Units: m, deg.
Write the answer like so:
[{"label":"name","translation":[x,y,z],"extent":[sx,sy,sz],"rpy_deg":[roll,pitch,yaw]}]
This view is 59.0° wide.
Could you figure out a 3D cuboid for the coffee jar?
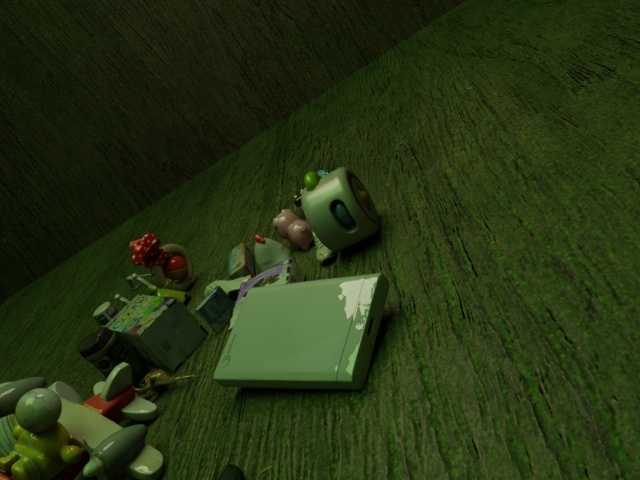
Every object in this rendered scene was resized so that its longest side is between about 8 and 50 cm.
[{"label":"coffee jar","translation":[-0.557,0.319,1.521],"extent":[0.096,0.184,0.079],"rpy_deg":[-27,24,19]}]

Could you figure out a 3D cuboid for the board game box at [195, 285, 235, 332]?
[{"label":"board game box","translation":[-0.274,0.184,1.509],"extent":[0.020,0.090,0.090],"rpy_deg":[-4,39,50]}]

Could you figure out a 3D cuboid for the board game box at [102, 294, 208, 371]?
[{"label":"board game box","translation":[-0.463,0.251,1.575],"extent":[0.275,0.144,0.142],"rpy_deg":[-4,38,50]}]

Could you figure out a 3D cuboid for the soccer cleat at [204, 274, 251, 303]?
[{"label":"soccer cleat","translation":[-0.265,0.148,1.602],"extent":[0.196,0.068,0.076],"rpy_deg":[-16,33,33]}]

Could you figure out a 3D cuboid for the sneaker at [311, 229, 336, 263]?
[{"label":"sneaker","translation":[0.000,0.000,1.500],"extent":[0.057,0.075,0.161],"rpy_deg":[-29,23,15]}]

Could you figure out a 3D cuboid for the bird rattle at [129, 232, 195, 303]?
[{"label":"bird rattle","translation":[-0.505,0.092,1.841],"extent":[0.143,0.254,0.207],"rpy_deg":[-19,4,34]}]

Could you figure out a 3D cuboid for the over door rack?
[{"label":"over door rack","translation":[-0.678,0.174,2.071],"extent":[0.324,0.108,0.240],"rpy_deg":[-20,27,34]}]

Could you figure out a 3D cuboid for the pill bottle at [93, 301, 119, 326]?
[{"label":"pill bottle","translation":[-0.693,0.268,1.891],"extent":[0.067,0.120,0.067],"rpy_deg":[-30,23,14]}]

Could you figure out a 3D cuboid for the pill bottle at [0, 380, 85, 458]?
[{"label":"pill bottle","translation":[-0.751,0.516,1.411],"extent":[0.334,0.188,0.188],"rpy_deg":[-39,23,-10]}]

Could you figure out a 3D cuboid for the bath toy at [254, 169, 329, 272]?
[{"label":"bath toy","translation":[-0.069,-0.051,1.630],"extent":[0.348,0.129,0.151],"rpy_deg":[-47,26,-24]}]

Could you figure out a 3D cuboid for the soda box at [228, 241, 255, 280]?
[{"label":"soda box","translation":[-0.239,0.074,1.713],"extent":[0.063,0.058,0.183],"rpy_deg":[-34,22,5]}]

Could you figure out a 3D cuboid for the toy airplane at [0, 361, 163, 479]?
[{"label":"toy airplane","translation":[-0.544,0.402,1.218],"extent":[0.385,0.273,0.384],"rpy_deg":[-16,39,-9]}]

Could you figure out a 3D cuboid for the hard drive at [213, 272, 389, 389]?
[{"label":"hard drive","translation":[-0.044,0.185,1.149],"extent":[0.352,0.047,0.233],"rpy_deg":[-10,46,37]}]

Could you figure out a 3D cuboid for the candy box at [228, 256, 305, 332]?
[{"label":"candy box","translation":[-0.129,0.149,1.398],"extent":[0.164,0.070,0.196],"rpy_deg":[-28,24,17]}]

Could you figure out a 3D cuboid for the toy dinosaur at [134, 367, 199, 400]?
[{"label":"toy dinosaur","translation":[-0.405,0.348,1.411],"extent":[0.211,0.064,0.112],"rpy_deg":[-4,37,51]}]

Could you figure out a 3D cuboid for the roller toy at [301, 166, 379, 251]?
[{"label":"roller toy","translation":[0.058,-0.080,1.432],"extent":[0.146,0.209,0.191],"rpy_deg":[-28,59,19]}]

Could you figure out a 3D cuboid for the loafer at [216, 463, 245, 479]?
[{"label":"loafer","translation":[-0.161,0.428,0.919],"extent":[0.062,0.061,0.170],"rpy_deg":[-32,22,12]}]
